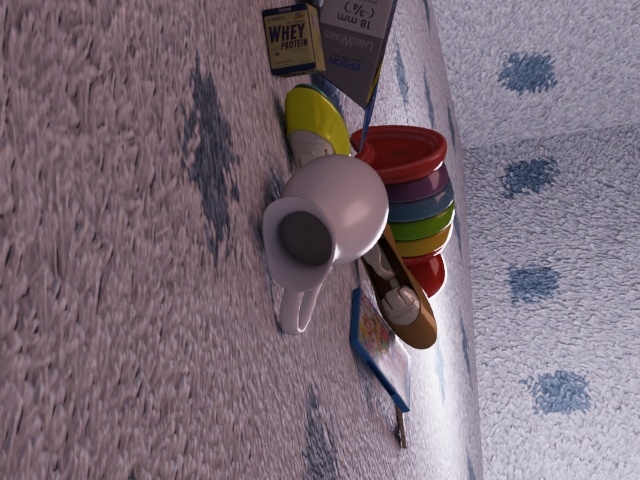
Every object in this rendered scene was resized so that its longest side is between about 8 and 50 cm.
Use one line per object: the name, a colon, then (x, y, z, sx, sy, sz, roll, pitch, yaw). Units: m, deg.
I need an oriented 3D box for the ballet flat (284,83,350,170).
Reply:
ballet flat: (0.000, -0.101, 1.637, 0.231, 0.077, 0.077, 70, 33, -54)

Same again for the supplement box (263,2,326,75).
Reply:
supplement box: (-0.032, -0.251, 1.606, 0.083, 0.056, 0.083, -23, 105, -79)

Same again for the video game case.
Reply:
video game case: (0.093, 0.166, 1.925, 0.166, 0.015, 0.119, 54, 24, -31)

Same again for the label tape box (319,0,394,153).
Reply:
label tape box: (0.057, -0.329, 1.916, 0.240, 0.106, 0.333, -70, 174, -68)

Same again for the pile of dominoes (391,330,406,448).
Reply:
pile of dominoes: (0.114, 0.217, 2.128, 0.251, 0.040, 0.196, 79, 7, -61)

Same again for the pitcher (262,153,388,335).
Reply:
pitcher: (0.000, 0.000, 1.473, 0.207, 0.125, 0.178, -48, 151, -63)

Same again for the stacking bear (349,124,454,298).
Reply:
stacking bear: (0.144, -0.028, 2.119, 0.175, 0.164, 0.289, -79, 163, -59)

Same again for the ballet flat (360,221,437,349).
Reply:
ballet flat: (0.105, 0.066, 1.974, 0.232, 0.080, 0.073, 63, 17, 12)
